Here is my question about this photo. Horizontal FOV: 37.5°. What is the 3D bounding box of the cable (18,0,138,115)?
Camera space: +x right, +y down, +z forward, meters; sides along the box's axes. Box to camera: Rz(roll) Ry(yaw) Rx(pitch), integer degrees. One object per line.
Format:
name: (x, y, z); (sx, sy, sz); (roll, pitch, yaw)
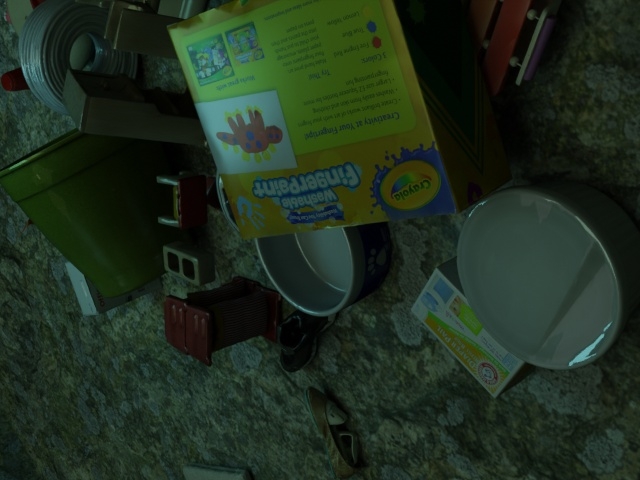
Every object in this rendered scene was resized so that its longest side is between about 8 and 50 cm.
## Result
cable: (-0.504, -0.387, 1.981); (0.089, 0.257, 0.257); (17, 113, 38)

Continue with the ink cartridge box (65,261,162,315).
ink cartridge box: (-0.494, 0.083, 2.260); (0.082, 0.191, 0.139); (-8, 102, 50)

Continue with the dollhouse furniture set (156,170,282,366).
dollhouse furniture set: (-0.200, 0.043, 1.916); (0.152, 0.201, 0.374); (19, 116, 42)

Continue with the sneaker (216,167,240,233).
sneaker: (-0.121, -0.147, 1.770); (0.127, 0.126, 0.321); (26, 126, 51)

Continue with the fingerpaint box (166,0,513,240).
fingerpaint box: (0.019, -0.212, 1.410); (0.445, 0.163, 0.371); (-8, 106, 45)

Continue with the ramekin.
ramekin: (0.340, 0.039, 1.350); (0.273, 0.127, 0.273); (24, 125, 40)

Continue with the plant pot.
plant pot: (-0.454, -0.079, 2.050); (0.366, 0.366, 0.353); (-11, 112, 50)

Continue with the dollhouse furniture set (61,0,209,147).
dollhouse furniture set: (-0.291, -0.390, 1.698); (0.362, 0.256, 0.394); (47, 127, 51)

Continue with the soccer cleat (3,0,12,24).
soccer cleat: (-0.700, -0.622, 2.240); (0.095, 0.083, 0.248); (16, 119, 9)

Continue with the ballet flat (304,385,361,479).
ballet flat: (0.033, 0.389, 1.936); (0.067, 0.073, 0.206); (-19, 98, 24)

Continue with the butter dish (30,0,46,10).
butter dish: (-0.573, -0.581, 2.011); (0.118, 0.160, 0.160); (52, -161, -78)

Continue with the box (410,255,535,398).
box: (0.262, 0.130, 1.501); (0.203, 0.103, 0.114); (46, 137, 22)

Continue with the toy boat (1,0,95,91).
toy boat: (-0.638, -0.470, 2.202); (0.267, 0.148, 0.318); (51, 132, 10)

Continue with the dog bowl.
dog bowl: (0.000, 0.000, 1.731); (0.265, 0.104, 0.265); (24, 125, 40)

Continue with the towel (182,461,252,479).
towel: (-0.243, 0.657, 2.384); (0.282, 0.049, 0.187); (-11, 101, 50)

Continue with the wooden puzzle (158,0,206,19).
wooden puzzle: (-0.312, -0.518, 1.875); (0.239, 0.044, 0.221); (43, 136, 19)

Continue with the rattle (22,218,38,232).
rattle: (-0.704, -0.083, 2.405); (0.143, 0.200, 0.130); (42, 135, 27)

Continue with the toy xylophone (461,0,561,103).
toy xylophone: (0.204, -0.324, 1.354); (0.323, 0.081, 0.236); (33, 132, 34)

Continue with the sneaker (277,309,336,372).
sneaker: (-0.052, 0.197, 1.887); (0.078, 0.106, 0.234); (50, 139, 20)
